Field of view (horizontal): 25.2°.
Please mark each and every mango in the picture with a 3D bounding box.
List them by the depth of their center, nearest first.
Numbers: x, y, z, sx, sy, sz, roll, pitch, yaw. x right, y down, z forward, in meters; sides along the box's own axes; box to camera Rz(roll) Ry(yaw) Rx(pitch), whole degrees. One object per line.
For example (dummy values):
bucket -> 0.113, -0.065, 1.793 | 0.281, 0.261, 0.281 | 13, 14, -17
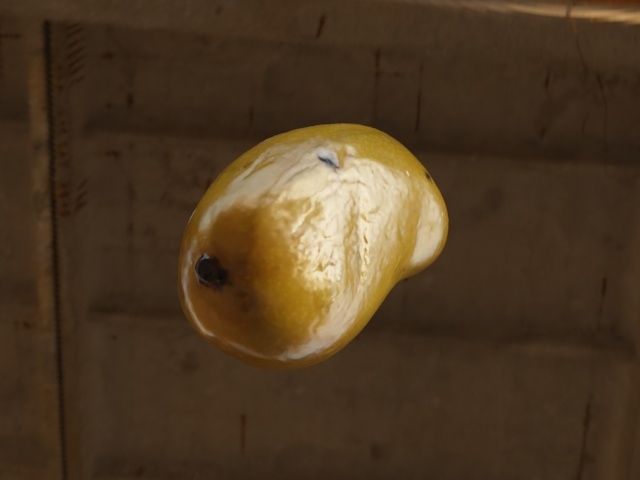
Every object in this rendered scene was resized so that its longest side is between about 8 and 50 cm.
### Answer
mango -> -0.005, 0.001, 0.993 | 0.109, 0.262, 0.157 | -4, -80, 33
